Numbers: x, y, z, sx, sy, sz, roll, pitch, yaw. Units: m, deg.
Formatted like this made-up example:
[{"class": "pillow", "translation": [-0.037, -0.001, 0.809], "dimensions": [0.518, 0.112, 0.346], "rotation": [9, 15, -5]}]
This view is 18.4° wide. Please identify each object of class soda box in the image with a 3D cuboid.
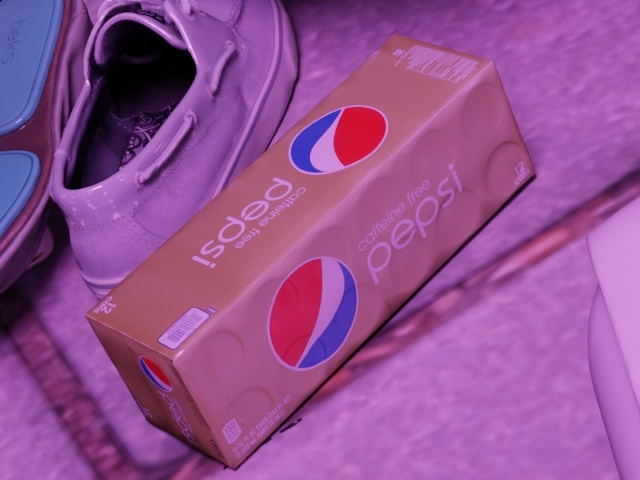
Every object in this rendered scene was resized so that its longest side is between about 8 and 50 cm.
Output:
[{"class": "soda box", "translation": [0.000, 0.000, 0.769], "dimensions": [0.181, 0.061, 0.058], "rotation": [-43, 40, -22]}]

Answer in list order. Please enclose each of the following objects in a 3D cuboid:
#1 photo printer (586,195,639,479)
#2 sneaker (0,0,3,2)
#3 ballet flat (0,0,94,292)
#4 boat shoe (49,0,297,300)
[{"class": "photo printer", "translation": [0.211, 0.056, 0.540], "dimensions": [0.256, 0.107, 0.307], "rotation": [-19, 36, 7]}, {"class": "sneaker", "translation": [-0.134, -0.223, 1.109], "dimensions": [0.234, 0.078, 0.106], "rotation": [-38, 41, -14]}, {"class": "ballet flat", "translation": [-0.136, -0.026, 0.876], "dimensions": [0.072, 0.068, 0.213], "rotation": [-6, 45, 21]}, {"class": "boat shoe", "translation": [-0.066, -0.070, 0.875], "dimensions": [0.079, 0.081, 0.227], "rotation": [-10, 39, 19]}]
